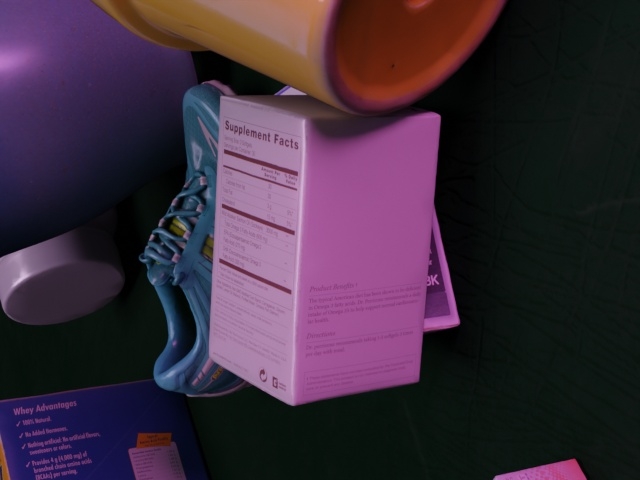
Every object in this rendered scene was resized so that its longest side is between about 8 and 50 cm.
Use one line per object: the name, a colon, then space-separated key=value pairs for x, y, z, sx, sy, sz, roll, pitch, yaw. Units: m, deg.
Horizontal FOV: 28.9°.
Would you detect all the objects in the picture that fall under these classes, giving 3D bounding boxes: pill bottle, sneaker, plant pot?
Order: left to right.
pill bottle: x=-0.322 y=-0.060 z=1.406 sx=0.161 sy=0.161 sz=0.283 roll=-57 pitch=48 yaw=50
plant pot: x=-0.252 y=-0.128 z=1.136 sx=0.271 sy=0.255 sz=0.271 roll=164 pitch=90 yaw=-72
sneaker: x=-0.097 y=0.002 z=1.059 sx=0.107 sy=0.110 sz=0.275 roll=14 pitch=107 yaw=59
plant pot: x=-0.013 y=-0.205 z=0.753 sx=0.239 sy=0.254 sz=0.254 roll=41 pitch=132 yaw=30

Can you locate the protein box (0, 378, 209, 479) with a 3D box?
protein box: x=-0.225 y=0.266 z=1.254 sx=0.136 sy=0.200 sz=0.201 roll=-56 pitch=47 yaw=50

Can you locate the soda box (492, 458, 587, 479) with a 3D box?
soda box: x=0.151 y=0.216 z=0.696 sx=0.183 sy=0.063 sz=0.058 roll=63 pitch=145 yaw=34

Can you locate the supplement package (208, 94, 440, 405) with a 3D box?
supplement package: x=0.000 y=0.000 z=0.800 sx=0.105 sy=0.105 sz=0.179 roll=21 pitch=110 yaw=53

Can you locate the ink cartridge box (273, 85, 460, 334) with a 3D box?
ink cartridge box: x=0.009 y=-0.017 z=0.922 sx=0.206 sy=0.045 sz=0.208 roll=-24 pitch=75 yaw=57
